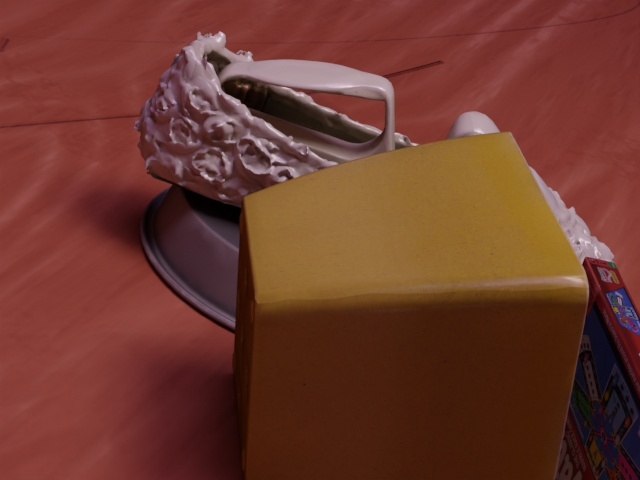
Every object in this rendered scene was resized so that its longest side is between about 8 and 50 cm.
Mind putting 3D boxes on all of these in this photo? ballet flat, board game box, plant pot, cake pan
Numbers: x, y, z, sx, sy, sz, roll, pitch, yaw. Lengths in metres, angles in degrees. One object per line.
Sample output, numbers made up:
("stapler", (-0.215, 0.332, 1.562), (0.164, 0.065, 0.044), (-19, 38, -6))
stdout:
("ballet flat", (0.056, -0.052, 1.081), (0.409, 0.147, 0.147), (18, 26, -2))
("board game box", (0.187, 0.140, 0.902), (0.027, 0.145, 0.281), (11, 27, -9))
("plant pot", (0.041, 0.065, 0.910), (0.187, 0.212, 0.212), (0, 29, -7))
("cake pan", (0.000, 0.000, 1.154), (0.293, 0.054, 0.293), (15, 26, -7))
